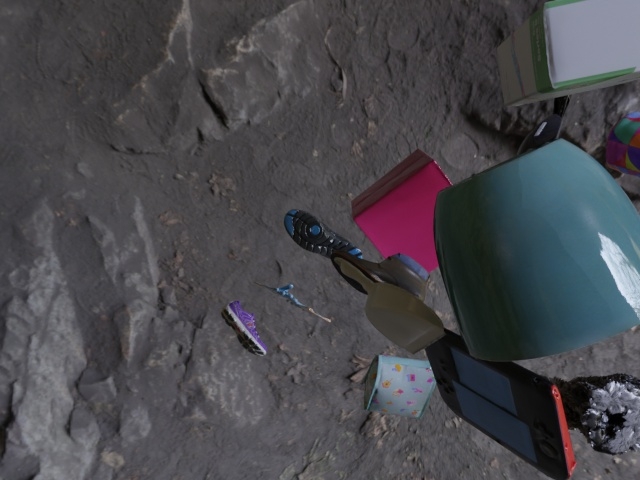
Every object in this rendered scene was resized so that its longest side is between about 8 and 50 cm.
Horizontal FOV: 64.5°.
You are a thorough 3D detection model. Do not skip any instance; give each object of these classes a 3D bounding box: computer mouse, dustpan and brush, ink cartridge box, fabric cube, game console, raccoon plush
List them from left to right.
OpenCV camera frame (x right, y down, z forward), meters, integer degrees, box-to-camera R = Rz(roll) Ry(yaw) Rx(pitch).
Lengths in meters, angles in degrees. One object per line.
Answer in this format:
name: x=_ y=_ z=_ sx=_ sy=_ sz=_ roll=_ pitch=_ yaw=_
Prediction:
dustpan and brush: x=0.105 y=0.102 z=0.871 sx=0.211 sy=0.147 sz=0.060 roll=30 pitch=60 yaw=1
fabric cube: x=0.264 y=-0.073 z=1.436 sx=0.258 sy=0.259 sz=0.254 roll=-39 pitch=101 yaw=12
game console: x=0.415 y=0.381 z=1.228 sx=0.060 sy=0.341 sz=0.387 roll=-40 pitch=33 yaw=-20
computer mouse: x=0.413 y=-0.158 z=0.976 sx=0.060 sy=0.184 sz=0.262 roll=18 pitch=53 yaw=21
ink cartridge box: x=0.314 y=-0.225 z=0.602 sx=0.155 sy=0.212 sz=0.093 roll=-10 pitch=97 yaw=9
raccoon plush: x=0.875 y=0.481 z=1.537 sx=0.447 sy=0.299 sz=0.215 roll=-10 pitch=89 yaw=-3

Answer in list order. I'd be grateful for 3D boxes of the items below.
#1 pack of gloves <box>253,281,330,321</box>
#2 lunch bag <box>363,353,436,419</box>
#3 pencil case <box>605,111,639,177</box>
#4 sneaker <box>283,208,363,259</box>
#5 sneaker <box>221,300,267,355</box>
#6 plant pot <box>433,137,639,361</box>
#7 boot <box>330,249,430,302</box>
pack of gloves: x=-0.084 y=0.171 z=1.562 sx=0.195 sy=0.232 sz=0.046 roll=32 pitch=79 yaw=-22
lunch bag: x=0.282 y=0.497 z=1.801 sx=0.224 sy=0.262 sz=0.160 roll=9 pitch=40 yaw=-2
pencil case: x=0.548 y=-0.120 z=0.738 sx=0.104 sy=0.104 sz=0.236 roll=-51 pitch=42 yaw=-4
sneaker: x=0.000 y=0.000 z=1.948 sx=0.341 sy=0.140 sz=0.125 roll=36 pitch=90 yaw=-12
sneaker: x=-0.192 y=0.232 z=1.361 sx=0.071 sy=0.068 sz=0.169 roll=-33 pitch=87 yaw=-38
plant pot: x=0.299 y=-0.003 z=0.723 sx=0.293 sy=0.293 sz=0.235 roll=-24 pitch=91 yaw=6
boot: x=0.131 y=0.066 z=1.085 sx=0.219 sy=0.082 sz=0.106 roll=35 pitch=55 yaw=2
